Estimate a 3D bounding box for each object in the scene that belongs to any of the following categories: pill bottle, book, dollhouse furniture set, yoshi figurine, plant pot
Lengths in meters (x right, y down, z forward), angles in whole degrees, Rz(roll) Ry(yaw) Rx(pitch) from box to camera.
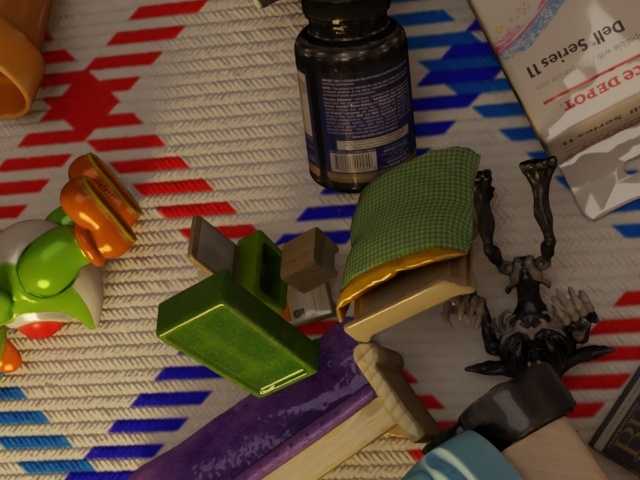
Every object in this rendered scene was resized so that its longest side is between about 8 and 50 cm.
[{"bbox_3d":[0.037,-0.171,1.503,0.123,0.123,0.219,2,121,15],"label":"pill bottle"},{"bbox_3d":[-0.063,0.059,1.593,0.144,0.035,0.096,-17,74,11],"label":"book"},{"bbox_3d":[0.000,0.000,1.413,0.301,0.151,0.197,-28,40,31],"label":"dollhouse furniture set"},{"bbox_3d":[-0.394,0.034,1.613,0.362,0.203,0.203,-39,58,8],"label":"yoshi figurine"},{"bbox_3d":[-0.406,-0.277,1.663,0.205,0.205,0.188,14,70,16],"label":"plant pot"}]

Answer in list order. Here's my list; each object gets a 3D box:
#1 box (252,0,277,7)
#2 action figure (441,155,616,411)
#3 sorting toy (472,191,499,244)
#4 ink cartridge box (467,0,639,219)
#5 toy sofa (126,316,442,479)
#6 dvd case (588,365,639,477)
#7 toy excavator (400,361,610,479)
[{"bbox_3d":[0.049,-0.483,1.503,0.395,0.212,0.293,-23,47,10],"label":"box"},{"bbox_3d":[0.208,0.059,1.450,0.164,0.141,0.276,-10,94,20],"label":"action figure"},{"bbox_3d":[0.157,-0.037,1.547,0.083,0.045,0.075,40,85,17],"label":"sorting toy"},{"bbox_3d":[0.292,-0.223,1.498,0.207,0.119,0.353,-27,75,8],"label":"ink cartridge box"},{"bbox_3d":[-0.062,0.237,1.502,0.362,0.150,0.177,-36,75,7],"label":"toy sofa"},{"bbox_3d":[0.389,0.183,1.390,0.164,0.018,0.221,-55,37,-4],"label":"dvd case"},{"bbox_3d":[0.062,0.355,1.394,0.445,0.433,0.222,-25,74,-19],"label":"toy excavator"}]
